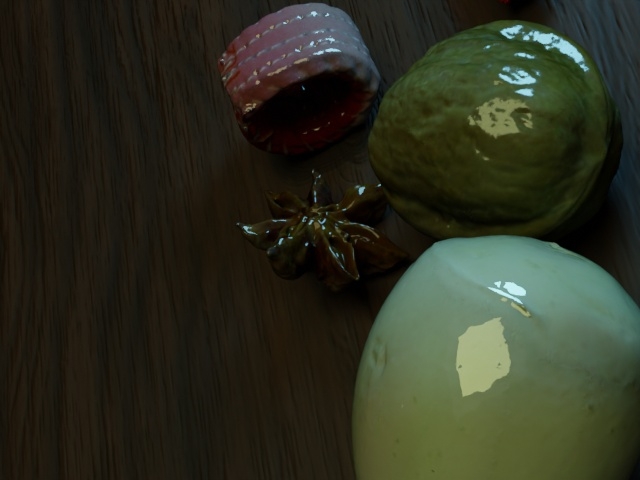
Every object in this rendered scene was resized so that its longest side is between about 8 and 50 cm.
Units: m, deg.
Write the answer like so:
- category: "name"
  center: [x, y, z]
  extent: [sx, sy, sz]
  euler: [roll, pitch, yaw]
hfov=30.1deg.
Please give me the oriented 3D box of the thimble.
- category: "thimble"
  center: [-0.024, -0.203, 1.519]
  extent: [0.189, 0.163, 0.125]
  euler: [-21, 55, 3]

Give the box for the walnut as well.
- category: "walnut"
  center: [0.188, -0.113, 1.304]
  extent: [0.283, 0.227, 0.283]
  euler: [-12, 69, 33]

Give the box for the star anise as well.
- category: "star anise"
  center: [0.005, -0.005, 1.430]
  extent: [0.196, 0.111, 0.212]
  euler: [-15, 25, 2]

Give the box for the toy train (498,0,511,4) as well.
- category: "toy train"
  center: [0.222, -0.400, 1.497]
  extent: [0.082, 0.131, 0.204]
  euler: [-27, 54, 16]

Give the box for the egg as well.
- category: "egg"
  center: [0.168, 0.163, 1.137]
  extent: [0.283, 0.283, 0.345]
  euler: [19, 88, 36]
